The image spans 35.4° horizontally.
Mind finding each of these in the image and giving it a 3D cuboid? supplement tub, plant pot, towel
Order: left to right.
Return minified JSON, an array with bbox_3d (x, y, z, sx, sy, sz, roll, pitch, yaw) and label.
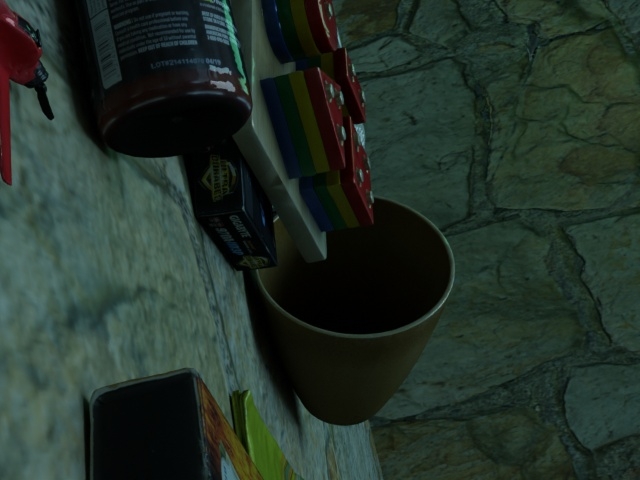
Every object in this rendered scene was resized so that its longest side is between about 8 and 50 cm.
[{"bbox_3d":[-0.114,-0.163,0.674,0.106,0.106,0.198,64,12,-74],"label":"supplement tub"},{"bbox_3d":[-0.040,0.232,0.944,0.237,0.021,0.102,70,5,-55],"label":"towel"},{"bbox_3d":[0.032,0.110,1.259,0.254,0.237,0.237,95,-12,-45],"label":"plant pot"}]

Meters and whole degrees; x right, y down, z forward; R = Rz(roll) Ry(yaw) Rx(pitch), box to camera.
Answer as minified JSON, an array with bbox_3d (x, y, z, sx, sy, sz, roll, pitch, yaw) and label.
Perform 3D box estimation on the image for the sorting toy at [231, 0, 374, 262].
[{"bbox_3d":[-0.012,-0.152,1.079,0.255,0.089,0.257,61,22,-55],"label":"sorting toy"}]

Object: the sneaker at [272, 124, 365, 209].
[{"bbox_3d":[-0.069,-0.116,1.344,0.366,0.150,0.135,-8,106,-67],"label":"sneaker"}]

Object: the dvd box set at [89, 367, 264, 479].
[{"bbox_3d":[-0.021,0.305,0.563,0.420,0.062,0.308,71,6,-51],"label":"dvd box set"}]

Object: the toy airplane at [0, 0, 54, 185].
[{"bbox_3d":[-0.152,-0.107,0.449,0.151,0.028,0.151,-16,90,-88],"label":"toy airplane"}]

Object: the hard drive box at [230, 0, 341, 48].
[{"bbox_3d":[-0.089,-0.334,1.242,0.089,0.181,0.232,-93,167,-69],"label":"hard drive box"}]

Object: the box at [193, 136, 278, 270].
[{"bbox_3d":[-0.092,-0.097,1.049,0.175,0.051,0.220,68,15,-69],"label":"box"}]

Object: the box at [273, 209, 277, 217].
[{"bbox_3d":[0.000,0.000,1.586,0.165,0.143,0.270,-99,174,-49],"label":"box"}]
